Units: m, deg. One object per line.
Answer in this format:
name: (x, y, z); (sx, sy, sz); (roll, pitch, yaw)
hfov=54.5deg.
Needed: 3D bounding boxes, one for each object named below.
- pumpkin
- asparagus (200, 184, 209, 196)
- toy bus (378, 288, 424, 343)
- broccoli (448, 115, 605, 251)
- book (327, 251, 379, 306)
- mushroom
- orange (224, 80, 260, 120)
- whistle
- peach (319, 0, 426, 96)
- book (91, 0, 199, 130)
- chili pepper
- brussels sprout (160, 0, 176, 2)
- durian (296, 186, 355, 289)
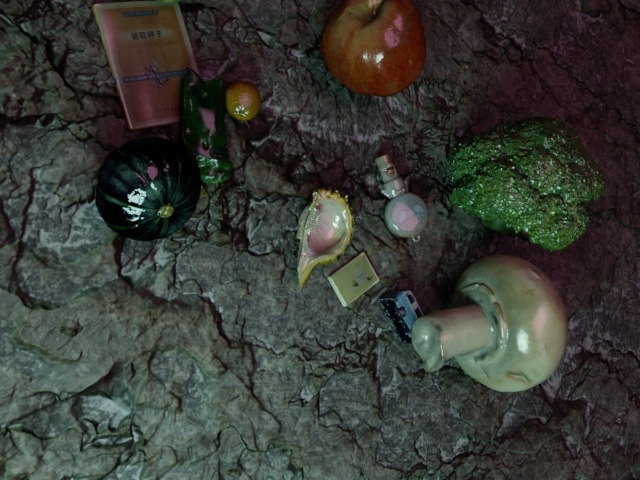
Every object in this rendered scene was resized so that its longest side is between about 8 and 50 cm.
pumpkin: (-0.298, -0.089, 1.093); (0.194, 0.194, 0.150); (-1, 57, -31)
asparagus: (-0.284, -0.123, 1.187); (0.165, 0.030, 0.036); (29, 46, -23)
toy bus: (0.193, 0.167, 1.417); (0.075, 0.060, 0.123); (-36, 104, -34)
broccoli: (0.491, -0.148, 1.504); (0.321, 0.310, 0.413); (32, 34, -30)
book: (0.075, 0.085, 1.382); (0.111, 0.014, 0.077); (-35, 102, -29)
mushroom: (0.370, 0.194, 1.388); (0.336, 0.314, 0.314); (-9, 88, -31)
orange: (-0.159, -0.281, 1.256); (0.085, 0.085, 0.085); (4, 81, -30)
whistle: (0.182, -0.097, 1.450); (0.107, 0.057, 0.220); (-24, 91, -17)
peach: (0.124, -0.419, 1.373); (0.232, 0.256, 0.232); (-4, 63, 8)
book: (-0.321, -0.342, 1.200); (0.170, 0.018, 0.241); (-18, 93, -32)
chili pepper: (-0.222, -0.222, 1.205); (0.098, 0.061, 0.224); (-9, 97, -26)
brussels sprout: (-0.288, -0.564, 1.164); (0.223, 0.161, 0.223); (1, 89, -26)
durian: (-0.011, -0.004, 1.313); (0.140, 0.078, 0.224); (32, 79, -37)
